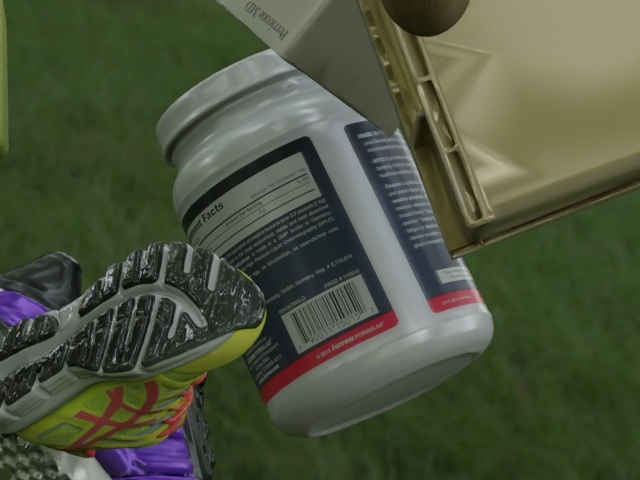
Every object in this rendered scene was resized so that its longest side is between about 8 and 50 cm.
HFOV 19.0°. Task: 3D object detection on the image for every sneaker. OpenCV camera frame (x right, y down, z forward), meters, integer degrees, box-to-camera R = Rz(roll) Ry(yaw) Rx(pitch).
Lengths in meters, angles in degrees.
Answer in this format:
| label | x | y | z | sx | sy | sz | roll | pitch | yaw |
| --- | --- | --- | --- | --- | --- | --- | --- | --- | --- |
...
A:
| label | x | y | z | sx | sy | sz | roll | pitch | yaw |
| --- | --- | --- | --- | --- | --- | --- | --- | --- | --- |
| sneaker | -0.107 | 0.126 | 1.198 | 0.146 | 0.293 | 0.102 | -49 | 20 | -29 |
| sneaker | -0.095 | 0.068 | 1.045 | 0.208 | 0.081 | 0.094 | -22 | -48 | 41 |

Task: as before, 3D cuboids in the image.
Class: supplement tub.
| label | x | y | z | sx | sy | sz | roll | pitch | yaw |
| --- | --- | --- | --- | --- | --- | --- | --- | --- | --- |
| supplement tub | 0.000 | 0.000 | 1.509 | 0.191 | 0.272 | 0.191 | -24 | -13 | -6 |

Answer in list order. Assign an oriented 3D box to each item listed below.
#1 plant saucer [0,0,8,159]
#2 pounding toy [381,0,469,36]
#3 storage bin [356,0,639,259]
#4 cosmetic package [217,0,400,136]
| label | x | y | z | sx | sy | sz | roll | pitch | yaw |
| --- | --- | --- | --- | --- | --- | --- | --- | --- | --- |
| plant saucer | -0.334 | -0.110 | 1.659 | 0.188 | 0.188 | 0.045 | -25 | -36 | 27 |
| pounding toy | -0.022 | -0.203 | 0.700 | 0.155 | 0.269 | 0.154 | -31 | -7 | -11 |
| storage bin | 0.147 | -0.160 | 0.967 | 0.262 | 0.260 | 0.123 | -20 | -4 | 0 |
| cosmetic package | 0.070 | -0.243 | 1.270 | 0.113 | 0.309 | 0.160 | 34 | 6 | -39 |
